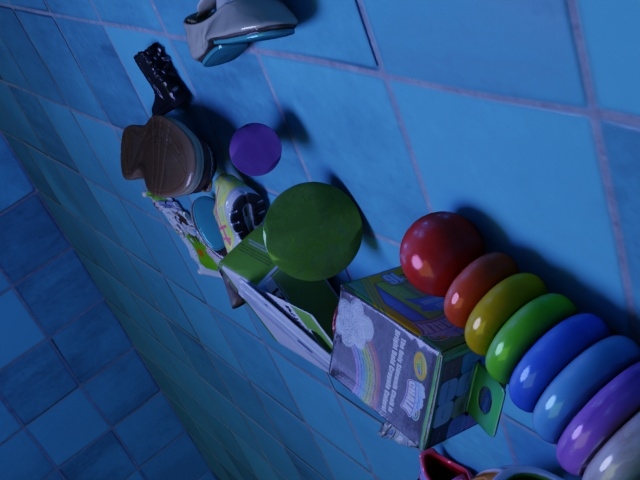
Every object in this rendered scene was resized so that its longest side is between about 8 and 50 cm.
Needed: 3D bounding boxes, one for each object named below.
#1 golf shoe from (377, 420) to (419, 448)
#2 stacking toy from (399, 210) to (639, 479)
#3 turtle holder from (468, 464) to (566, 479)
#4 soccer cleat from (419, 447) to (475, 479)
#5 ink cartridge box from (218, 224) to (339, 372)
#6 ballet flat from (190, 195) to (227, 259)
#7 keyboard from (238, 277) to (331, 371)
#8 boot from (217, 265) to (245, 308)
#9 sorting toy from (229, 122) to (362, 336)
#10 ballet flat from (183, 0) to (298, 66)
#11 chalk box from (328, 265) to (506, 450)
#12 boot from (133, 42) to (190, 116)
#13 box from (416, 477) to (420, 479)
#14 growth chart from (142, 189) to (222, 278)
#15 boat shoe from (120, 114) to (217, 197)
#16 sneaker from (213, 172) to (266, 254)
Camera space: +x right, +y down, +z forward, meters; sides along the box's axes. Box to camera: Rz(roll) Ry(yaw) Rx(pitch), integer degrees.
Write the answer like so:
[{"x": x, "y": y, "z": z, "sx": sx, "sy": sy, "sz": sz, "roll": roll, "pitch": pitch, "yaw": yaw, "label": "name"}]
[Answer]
[{"x": 0.149, "y": 0.278, "z": 1.310, "sx": 0.086, "sy": 0.069, "sz": 0.176, "roll": 29, "pitch": 158, "yaw": 5, "label": "golf shoe"}, {"x": 0.201, "y": 0.086, "z": 0.823, "sx": 0.330, "sy": 0.141, "sz": 0.141, "roll": 48, "pitch": 159, "yaw": 30, "label": "stacking toy"}, {"x": 0.267, "y": 0.415, "z": 1.022, "sx": 0.320, "sy": 0.243, "sz": 0.227, "roll": 46, "pitch": 142, "yaw": 42, "label": "turtle holder"}, {"x": 0.235, "y": 0.401, "z": 1.277, "sx": 0.248, "sy": 0.083, "sz": 0.095, "roll": 30, "pitch": 149, "yaw": 51, "label": "soccer cleat"}, {"x": -0.013, "y": 0.100, "z": 1.263, "sx": 0.255, "sy": 0.097, "sz": 0.189, "roll": 22, "pitch": 152, "yaw": 51, "label": "ink cartridge box"}, {"x": -0.155, "y": 0.013, "z": 1.495, "sx": 0.206, "sy": 0.073, "sz": 0.067, "roll": 53, "pitch": 173, "yaw": 9, "label": "ballet flat"}, {"x": -0.020, "y": 0.145, "z": 1.203, "sx": 0.256, "sy": 0.014, "sz": 0.072, "roll": 40, "pitch": 167, "yaw": 8, "label": "keyboard"}, {"x": -0.174, "y": 0.084, "z": 1.684, "sx": 0.087, "sy": 0.042, "sz": 0.118, "roll": 57, "pitch": 158, "yaw": 7, "label": "boot"}, {"x": 0.000, "y": 0.000, "z": 1.140, "sx": 0.366, "sy": 0.127, "sz": 0.126, "roll": 55, "pitch": -179, "yaw": -10, "label": "sorting toy"}, {"x": -0.100, "y": -0.253, "z": 0.969, "sx": 0.086, "sy": 0.086, "sz": 0.248, "roll": 60, "pitch": 158, "yaw": -16, "label": "ballet flat"}, {"x": 0.130, "y": 0.134, "z": 0.963, "sx": 0.213, "sy": 0.132, "sz": 0.132, "roll": 33, "pitch": 126, "yaw": 41, "label": "chalk box"}, {"x": -0.255, "y": -0.246, "z": 1.328, "sx": 0.099, "sy": 0.045, "sz": 0.121, "roll": 56, "pitch": 153, "yaw": -11, "label": "boot"}, {"x": 0.144, "y": 0.540, "z": 1.422, "sx": 0.103, "sy": 0.261, "sz": 0.184, "roll": 31, "pitch": 150, "yaw": 44, "label": "box"}, {"x": -0.275, "y": -0.016, "z": 1.755, "sx": 0.237, "sy": 0.021, "sz": 0.172, "roll": 56, "pitch": 157, "yaw": -10, "label": "growth chart"}, {"x": -0.221, "y": -0.130, "z": 1.359, "sx": 0.342, "sy": 0.123, "sz": 0.123, "roll": 11, "pitch": 98, "yaw": 62, "label": "boat shoe"}, {"x": -0.130, "y": -0.029, "z": 1.378, "sx": 0.094, "sy": 0.081, "sz": 0.208, "roll": 48, "pitch": 152, "yaw": 32, "label": "sneaker"}]
